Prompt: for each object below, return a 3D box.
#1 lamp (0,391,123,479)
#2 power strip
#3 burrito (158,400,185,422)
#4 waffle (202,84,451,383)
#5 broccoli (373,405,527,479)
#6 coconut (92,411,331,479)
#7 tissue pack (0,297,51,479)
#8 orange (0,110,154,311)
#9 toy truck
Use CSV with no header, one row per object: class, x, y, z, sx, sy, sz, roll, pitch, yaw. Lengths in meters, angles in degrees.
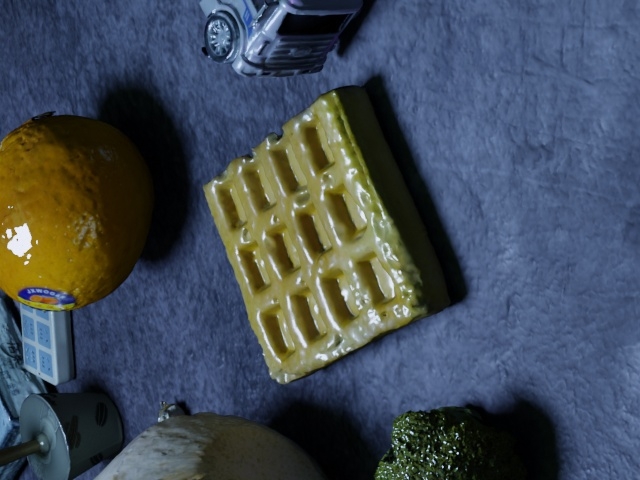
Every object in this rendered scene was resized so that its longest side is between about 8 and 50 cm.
lamp,-0.351,0.249,1.718,0.121,0.215,0.121,23,121,46
power strip,-0.351,0.093,1.812,0.081,0.035,0.192,19,117,46
burrito,-0.170,0.277,1.648,0.045,0.041,0.185,-87,-2,-70
waffle,0.000,0.000,1.335,0.248,0.055,0.221,-31,77,50
broccoli,0.113,0.196,1.221,0.120,0.131,0.130,-89,2,-49
coconut,-0.131,0.330,1.423,0.329,0.329,0.329,20,117,46
tissue pack,-0.460,0.222,1.951,0.185,0.081,0.257,59,140,19
orange,-0.280,-0.030,1.550,0.219,0.193,0.219,-179,90,-77
toy truck,-0.061,-0.287,1.262,0.155,0.124,0.268,-45,65,42
